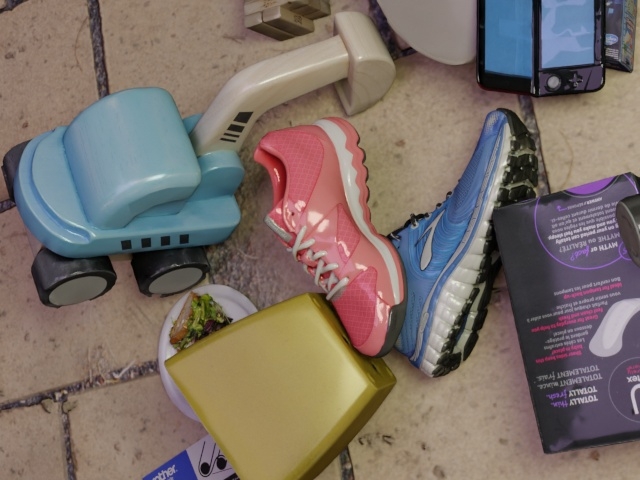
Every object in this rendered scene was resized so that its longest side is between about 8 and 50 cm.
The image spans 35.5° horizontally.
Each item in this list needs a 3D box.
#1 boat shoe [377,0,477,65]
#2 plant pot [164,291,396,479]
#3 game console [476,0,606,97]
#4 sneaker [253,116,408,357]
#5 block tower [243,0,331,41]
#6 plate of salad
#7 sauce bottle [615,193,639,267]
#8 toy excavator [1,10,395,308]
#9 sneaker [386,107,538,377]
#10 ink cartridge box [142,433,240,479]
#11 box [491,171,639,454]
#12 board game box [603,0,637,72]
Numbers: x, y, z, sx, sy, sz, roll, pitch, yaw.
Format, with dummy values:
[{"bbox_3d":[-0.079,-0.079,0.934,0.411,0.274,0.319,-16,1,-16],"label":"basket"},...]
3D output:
[{"bbox_3d":[0.116,-0.357,1.247,0.127,0.158,0.340,-44,76,30],"label":"boat shoe"},{"bbox_3d":[-0.029,0.176,1.245,0.187,0.212,0.212,-38,78,9],"label":"plant pot"},{"bbox_3d":[0.248,-0.238,1.120,0.124,0.085,0.144,-1,87,32],"label":"game console"},{"bbox_3d":[0.000,0.000,1.201,0.116,0.136,0.314,-48,54,54],"label":"sneaker"},{"bbox_3d":[-0.056,-0.456,1.391,0.091,0.097,0.335,-9,83,30],"label":"block tower"},{"bbox_3d":[-0.159,0.161,1.419,0.200,0.048,0.200,-3,83,30],"label":"plate of salad"},{"bbox_3d":[0.460,-0.059,0.958,0.344,0.111,0.111,-17,75,1],"label":"sauce bottle"},{"bbox_3d":[-0.164,-0.121,1.322,0.445,0.433,0.222,-49,55,49],"label":"toy excavator"},{"bbox_3d":[0.150,-0.008,1.203,0.147,0.130,0.330,27,99,28],"label":"sneaker"},{"bbox_3d":[-0.150,0.328,1.399,0.207,0.046,0.097,-37,67,23],"label":"ink cartridge box"},{"bbox_3d":[0.309,0.081,1.088,0.165,0.143,0.270,-16,77,28],"label":"box"},{"bbox_3d":[0.297,-0.315,1.182,0.194,0.060,0.194,19,95,31],"label":"board game box"}]
